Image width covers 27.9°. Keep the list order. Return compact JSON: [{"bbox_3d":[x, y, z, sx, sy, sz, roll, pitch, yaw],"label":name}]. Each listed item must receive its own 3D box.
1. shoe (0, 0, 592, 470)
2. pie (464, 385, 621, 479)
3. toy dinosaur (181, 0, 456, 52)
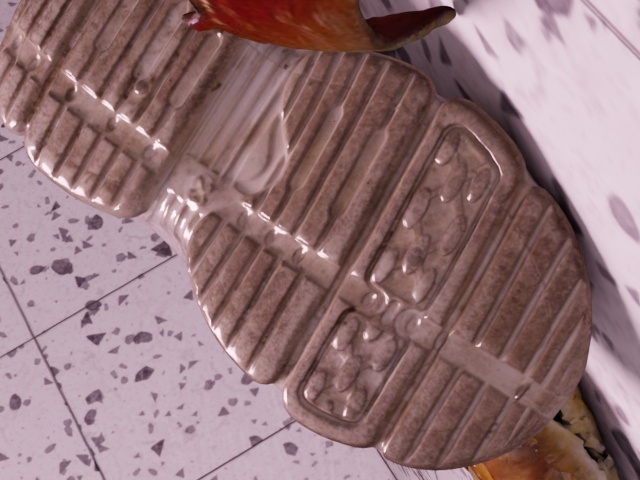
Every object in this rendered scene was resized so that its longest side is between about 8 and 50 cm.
[{"bbox_3d":[0.003,-0.030,0.711,0.351,0.172,0.198,42,-172,14],"label":"shoe"},{"bbox_3d":[0.102,0.100,0.853,0.308,0.085,0.308,54,173,9],"label":"pie"},{"bbox_3d":[-0.016,-0.174,0.455,0.207,0.113,0.327,-13,135,45],"label":"toy dinosaur"}]
